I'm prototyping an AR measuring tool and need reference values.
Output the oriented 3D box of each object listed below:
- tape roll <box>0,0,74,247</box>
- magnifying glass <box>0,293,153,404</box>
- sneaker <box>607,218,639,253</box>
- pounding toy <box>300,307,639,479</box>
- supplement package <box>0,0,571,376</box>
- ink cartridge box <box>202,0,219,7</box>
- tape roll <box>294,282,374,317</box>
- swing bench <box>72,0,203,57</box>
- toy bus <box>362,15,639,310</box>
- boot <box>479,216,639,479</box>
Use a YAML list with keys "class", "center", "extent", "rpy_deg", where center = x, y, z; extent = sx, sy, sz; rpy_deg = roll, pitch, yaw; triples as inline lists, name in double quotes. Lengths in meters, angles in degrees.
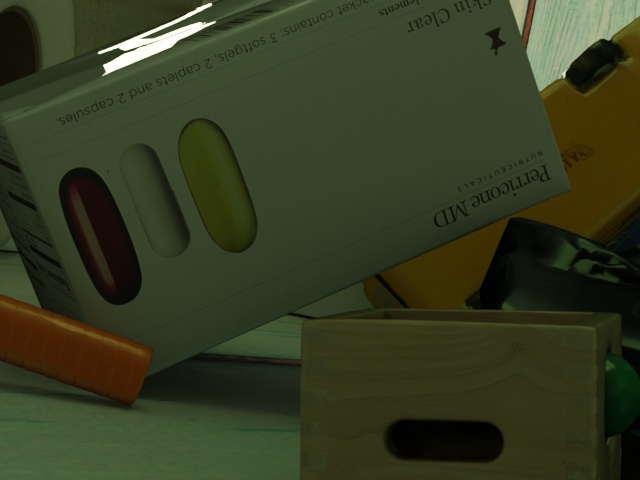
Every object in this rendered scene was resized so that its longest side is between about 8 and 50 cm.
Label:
- class: "tape roll"
  center: [-0.306, -0.121, 1.298]
  extent: [0.169, 0.246, 0.246]
  rpy_deg: [12, 4, 12]
- class: "magnifying glass"
  center: [-0.189, 0.024, 0.800]
  extent: [0.231, 0.092, 0.026]
  rpy_deg: [20, -2, -9]
- class: "sneaker"
  center: [0.268, 0.013, 1.355]
  extent: [0.091, 0.240, 0.126]
  rpy_deg: [53, -11, -18]
- class: "pounding toy"
  center: [0.071, 0.079, 0.680]
  extent: [0.141, 0.100, 0.130]
  rpy_deg: [1, 1, 15]
- class: "supplement package"
  center: [-0.038, -0.052, 0.952]
  extent: [0.262, 0.145, 0.204]
  rpy_deg: [-24, 14, -13]
- class: "ink cartridge box"
  center: [-0.087, -0.185, 1.809]
  extent: [0.289, 0.121, 0.211]
  rpy_deg: [5, -1, 36]
- class: "tape roll"
  center: [0.000, 0.000, 1.453]
  extent: [0.286, 0.100, 0.286]
  rpy_deg: [11, 3, -1]
- class: "swing bench"
  center: [-0.257, -0.138, 1.611]
  extent: [0.254, 0.253, 0.165]
  rpy_deg: [13, 5, 39]
- class: "toy bus"
  center: [0.169, -0.040, 1.276]
  extent: [0.108, 0.332, 0.130]
  rpy_deg: [48, -21, 12]
- class: "boot"
  center: [0.297, 0.084, 0.903]
  extent: [0.445, 0.146, 0.367]
  rpy_deg: [7, 2, 7]
